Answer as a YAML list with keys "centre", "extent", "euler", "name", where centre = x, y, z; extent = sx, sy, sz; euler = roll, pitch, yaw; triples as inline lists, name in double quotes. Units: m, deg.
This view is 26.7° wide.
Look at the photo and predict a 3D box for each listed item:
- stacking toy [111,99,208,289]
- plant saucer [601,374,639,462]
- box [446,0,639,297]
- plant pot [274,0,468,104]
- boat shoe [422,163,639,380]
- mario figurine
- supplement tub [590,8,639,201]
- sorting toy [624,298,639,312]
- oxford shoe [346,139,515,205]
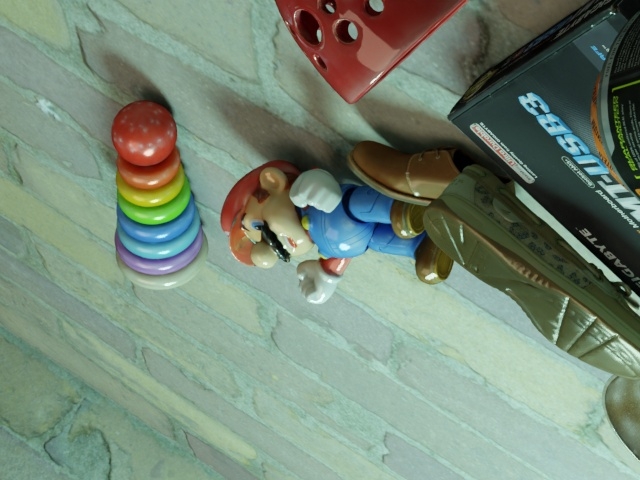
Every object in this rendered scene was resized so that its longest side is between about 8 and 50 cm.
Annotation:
- centre: [-0.243, -0.071, 1.926]
  extent: [0.141, 0.141, 0.330]
  euler: [29, 150, 20]
  name: "stacking toy"
- centre: [0.474, 0.234, 1.555]
  extent: [0.311, 0.050, 0.310]
  euler: [30, 153, 17]
  name: "plant saucer"
- centre: [0.300, -0.079, 1.234]
  extent: [0.295, 0.073, 0.293]
  euler: [43, 154, -9]
  name: "box"
- centre: [0.042, -0.243, 1.174]
  extent: [0.174, 0.191, 0.191]
  euler: [50, 155, -2]
  name: "plant pot"
- centre: [0.240, 0.030, 1.376]
  extent: [0.285, 0.089, 0.104]
  euler: [40, 154, 5]
  name: "boat shoe"
- centre: [0.000, 0.000, 1.648]
  extent: [0.321, 0.170, 0.198]
  euler: [5, 105, 39]
  name: "mario figurine"
- centre: [0.312, -0.101, 0.924]
  extent: [0.193, 0.193, 0.316]
  euler: [42, 173, -7]
  name: "supplement tub"
- centre: [0.321, 0.076, 1.536]
  extent: [0.062, 0.012, 0.083]
  euler: [36, 155, 5]
  name: "sorting toy"
- centre: [0.126, -0.078, 1.495]
  extent: [0.212, 0.076, 0.076]
  euler: [22, 126, 25]
  name: "oxford shoe"
